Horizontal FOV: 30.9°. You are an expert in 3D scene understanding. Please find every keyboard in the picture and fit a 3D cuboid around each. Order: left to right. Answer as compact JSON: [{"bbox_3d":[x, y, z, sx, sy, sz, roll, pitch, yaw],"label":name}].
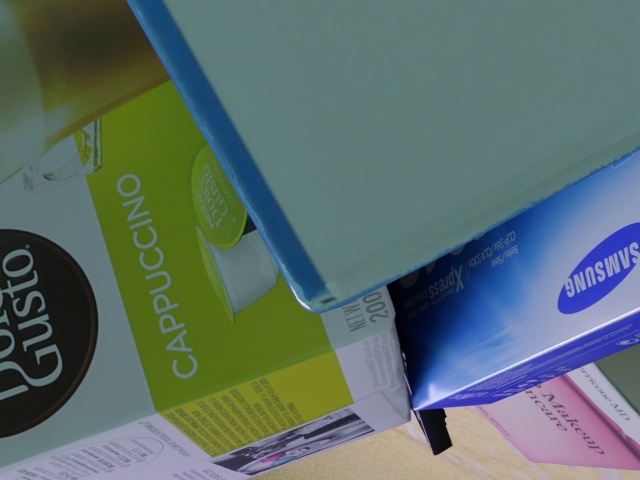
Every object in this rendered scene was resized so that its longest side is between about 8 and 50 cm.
[{"bbox_3d":[0.068,0.058,1.100,0.201,0.033,0.317,-114,3,-74],"label":"keyboard"}]

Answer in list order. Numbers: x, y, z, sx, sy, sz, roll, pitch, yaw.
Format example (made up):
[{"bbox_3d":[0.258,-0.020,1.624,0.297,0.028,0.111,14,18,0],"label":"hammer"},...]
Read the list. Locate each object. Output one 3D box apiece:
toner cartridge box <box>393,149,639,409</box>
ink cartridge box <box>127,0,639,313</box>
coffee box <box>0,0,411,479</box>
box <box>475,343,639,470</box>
[{"bbox_3d":[0.158,0.005,0.819,0.348,0.075,0.165,137,127,-61],"label":"toner cartridge box"},{"bbox_3d":[0.014,-0.145,0.523,0.285,0.166,0.395,60,-174,0],"label":"ink cartridge box"},{"bbox_3d":[-0.142,0.011,0.908,0.338,0.334,0.338,72,179,-71],"label":"coffee box"},{"bbox_3d":[0.230,0.101,0.985,0.148,0.127,0.232,46,158,-11],"label":"box"}]
